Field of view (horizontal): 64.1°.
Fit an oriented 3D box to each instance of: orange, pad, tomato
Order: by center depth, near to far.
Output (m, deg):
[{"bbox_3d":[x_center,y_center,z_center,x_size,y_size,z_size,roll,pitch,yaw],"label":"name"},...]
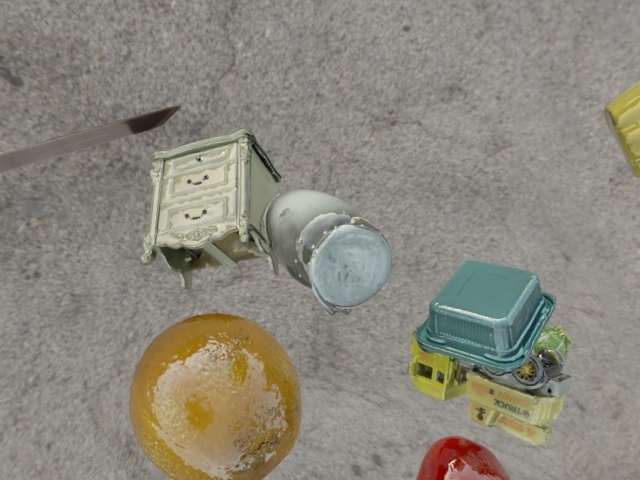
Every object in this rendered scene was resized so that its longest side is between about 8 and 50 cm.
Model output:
[{"bbox_3d":[-0.330,-0.136,0.702,0.266,0.176,0.002,-25,102,-26],"label":"pad"},{"bbox_3d":[-0.161,0.250,0.806,0.274,0.274,0.275,1,84,-12],"label":"orange"},{"bbox_3d":[0.244,0.427,0.856,0.186,0.151,0.187,-4,67,11],"label":"tomato"}]

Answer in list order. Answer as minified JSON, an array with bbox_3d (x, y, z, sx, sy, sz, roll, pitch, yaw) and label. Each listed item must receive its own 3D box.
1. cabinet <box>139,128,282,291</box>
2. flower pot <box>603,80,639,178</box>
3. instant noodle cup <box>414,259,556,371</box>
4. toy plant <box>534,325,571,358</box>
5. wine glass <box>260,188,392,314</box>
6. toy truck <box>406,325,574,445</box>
[{"bbox_3d":[-0.270,-0.069,1.315,0.289,0.227,0.318,-11,61,14],"label":"cabinet"},{"bbox_3d":[0.576,-0.198,0.827,0.179,0.195,0.195,-24,90,27],"label":"flower pot"},{"bbox_3d":[0.237,0.094,0.733,0.179,0.157,0.070,-38,126,-40],"label":"instant noodle cup"},{"bbox_3d":[0.447,0.242,1.070,0.162,0.093,0.093,-41,94,5],"label":"toy plant"},{"bbox_3d":[0.000,0.000,0.622,0.111,0.204,0.111,-7,110,-19],"label":"wine glass"},{"bbox_3d":[0.288,0.245,0.901,0.124,0.272,0.157,5,95,-46],"label":"toy truck"}]
